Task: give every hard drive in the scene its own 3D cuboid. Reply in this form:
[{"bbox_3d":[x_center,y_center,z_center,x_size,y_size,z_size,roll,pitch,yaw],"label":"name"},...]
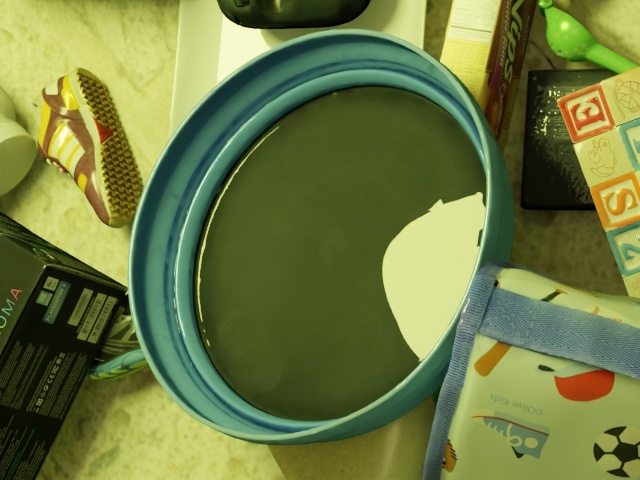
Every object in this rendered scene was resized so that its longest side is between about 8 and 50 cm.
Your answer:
[{"bbox_3d":[0.241,-0.096,1.683,0.094,0.022,0.135,1,81,22],"label":"hard drive"}]

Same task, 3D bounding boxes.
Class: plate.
[{"bbox_3d":[-0.016,-0.210,1.794,0.278,0.045,0.277,0,82,22],"label":"plate"}]

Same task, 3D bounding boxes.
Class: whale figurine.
[{"bbox_3d":[0.024,0.173,1.685,0.272,0.141,0.216,21,95,48],"label":"whale figurine"}]

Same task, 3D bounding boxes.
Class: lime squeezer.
[{"bbox_3d":[0.254,-0.240,1.664,0.110,0.059,0.310,-25,68,25],"label":"lime squeezer"}]

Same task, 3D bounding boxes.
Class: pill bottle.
[{"bbox_3d":[-0.408,-0.143,1.900,0.216,0.121,0.121,43,98,22],"label":"pill bottle"}]

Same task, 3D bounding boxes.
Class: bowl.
[{"bbox_3d":[0.000,0.000,1.609,0.391,0.077,0.391,-13,65,30],"label":"bowl"}]

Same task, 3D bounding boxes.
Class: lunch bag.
[{"bbox_3d":[0.256,0.170,1.394,0.328,0.385,0.239,17,63,12],"label":"lunch bag"}]

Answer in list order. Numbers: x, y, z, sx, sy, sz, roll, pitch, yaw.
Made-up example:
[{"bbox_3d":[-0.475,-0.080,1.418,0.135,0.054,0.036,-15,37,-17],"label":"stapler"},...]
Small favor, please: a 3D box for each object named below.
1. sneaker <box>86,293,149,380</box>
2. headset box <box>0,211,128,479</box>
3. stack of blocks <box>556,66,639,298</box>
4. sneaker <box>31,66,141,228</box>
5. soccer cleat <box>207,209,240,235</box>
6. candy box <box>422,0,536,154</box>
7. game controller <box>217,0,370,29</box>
[{"bbox_3d":[-0.168,0.083,1.794,0.188,0.067,0.078,-22,80,20],"label":"sneaker"},{"bbox_3d":[-0.378,0.089,1.819,0.283,0.131,0.246,29,93,37],"label":"headset box"},{"bbox_3d":[0.345,-0.018,1.561,0.171,0.087,0.297,-22,86,18],"label":"stack of blocks"},{"bbox_3d":[-0.251,-0.087,1.862,0.084,0.069,0.185,-28,66,25],"label":"sneaker"},{"bbox_3d":[0.004,-0.037,1.728,0.248,0.083,0.095,0,107,18],"label":"soccer cleat"},{"bbox_3d":[0.154,-0.168,1.684,0.053,0.109,0.187,13,85,23],"label":"candy box"},{"bbox_3d":[-0.020,-0.369,1.775,0.166,0.067,0.319,2,81,8],"label":"game controller"}]
